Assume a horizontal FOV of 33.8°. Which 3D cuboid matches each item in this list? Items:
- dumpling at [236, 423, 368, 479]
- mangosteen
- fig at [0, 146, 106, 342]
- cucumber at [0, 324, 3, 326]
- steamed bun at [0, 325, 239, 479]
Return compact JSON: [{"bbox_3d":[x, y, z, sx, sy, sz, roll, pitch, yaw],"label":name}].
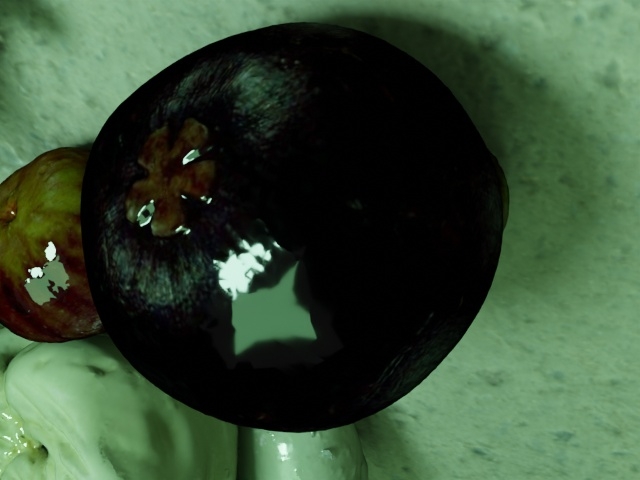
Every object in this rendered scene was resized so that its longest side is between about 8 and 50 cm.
[{"bbox_3d":[-0.042,0.197,0.999,0.173,0.142,0.247,-9,101,31],"label":"dumpling"},{"bbox_3d":[0.000,0.000,0.703,0.275,0.274,0.302,-12,163,32],"label":"mangosteen"},{"bbox_3d":[-0.202,0.023,0.856,0.149,0.148,0.202,-16,122,-8],"label":"fig"},{"bbox_3d":[-0.319,0.146,1.112,0.115,0.063,0.243,4,135,17],"label":"cucumber"},{"bbox_3d":[-0.200,0.242,0.966,0.247,0.352,0.339,3,-177,-44],"label":"steamed bun"}]
